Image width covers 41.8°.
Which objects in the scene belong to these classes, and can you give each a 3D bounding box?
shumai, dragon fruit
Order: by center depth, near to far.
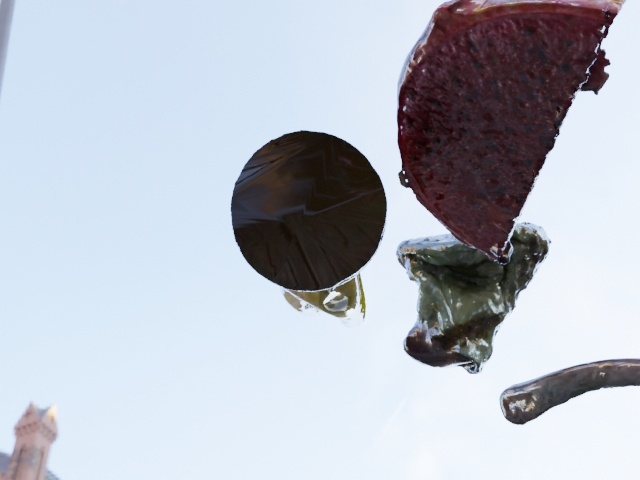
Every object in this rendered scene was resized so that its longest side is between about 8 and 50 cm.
[{"bbox_3d":[0.141,-0.121,0.633,0.126,0.161,0.274,29,-35,15],"label":"dragon fruit"},{"bbox_3d":[0.230,0.081,1.252,0.272,0.204,0.222,-12,2,-34],"label":"shumai"}]

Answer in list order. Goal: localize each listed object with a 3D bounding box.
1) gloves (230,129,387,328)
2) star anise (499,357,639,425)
[{"bbox_3d":[0.000,-0.001,0.751,0.116,0.133,0.294,18,-7,6],"label":"gloves"},{"bbox_3d":[0.324,0.145,0.462,0.359,0.139,0.316,-21,-55,44],"label":"star anise"}]
